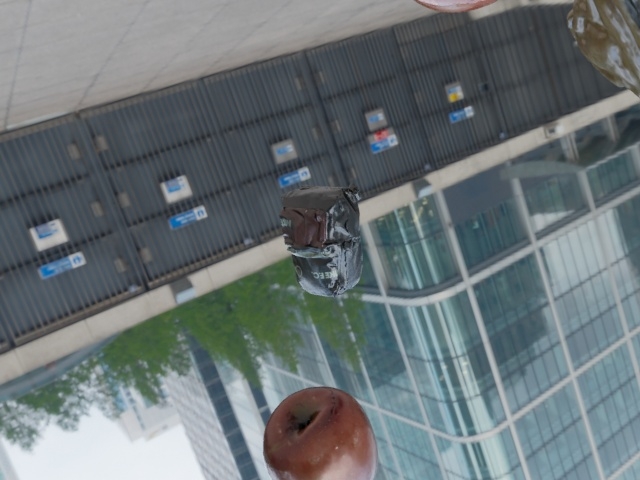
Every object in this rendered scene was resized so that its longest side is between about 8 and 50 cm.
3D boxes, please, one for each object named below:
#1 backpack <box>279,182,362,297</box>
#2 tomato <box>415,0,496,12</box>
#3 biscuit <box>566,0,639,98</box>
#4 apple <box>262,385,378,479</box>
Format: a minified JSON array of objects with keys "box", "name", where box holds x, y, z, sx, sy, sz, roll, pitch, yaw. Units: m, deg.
[{"box":[0.003,0.002,0.938,0.120,0.165,0.106,2,-166,41],"name":"backpack"},{"box":[0.285,-0.662,1.383,0.322,0.321,0.321,-19,-171,3],"name":"tomato"},{"box":[0.197,-0.100,0.316,0.041,0.208,0.290,-38,-164,6],"name":"biscuit"},{"box":[0.003,0.320,0.980,0.181,0.168,0.181,-29,-155,16],"name":"apple"}]
